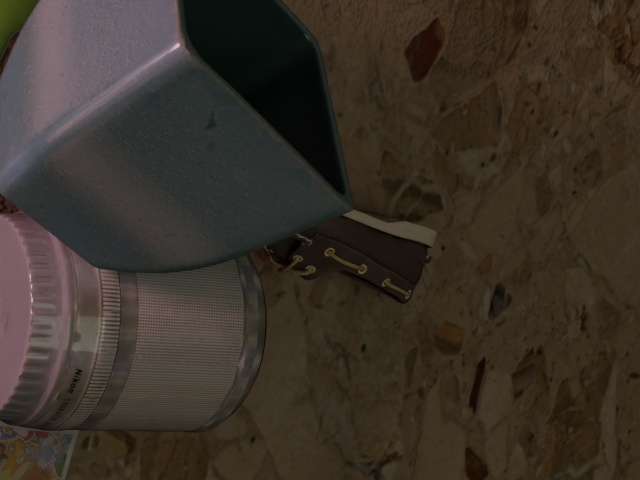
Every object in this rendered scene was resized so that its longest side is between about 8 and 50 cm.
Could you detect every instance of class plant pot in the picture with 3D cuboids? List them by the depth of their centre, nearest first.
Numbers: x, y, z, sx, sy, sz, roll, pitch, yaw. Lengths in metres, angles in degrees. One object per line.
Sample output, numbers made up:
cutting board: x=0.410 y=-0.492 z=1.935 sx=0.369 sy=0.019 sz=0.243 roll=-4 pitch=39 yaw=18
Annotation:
plant pot: x=-0.154 y=-0.114 z=1.365 sx=0.252 sy=0.247 sz=0.247 roll=-30 pitch=133 yaw=20

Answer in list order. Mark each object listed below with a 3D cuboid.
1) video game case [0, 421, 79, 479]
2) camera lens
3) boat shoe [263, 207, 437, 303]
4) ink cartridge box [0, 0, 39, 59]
video game case: x=-0.368 y=0.268 z=1.585 sx=0.206 sy=0.026 sz=0.226 roll=14 pitch=95 yaw=-37
camera lens: x=-0.209 y=0.082 z=1.526 sx=0.274 sy=0.219 sz=0.219 roll=6 pitch=99 yaw=-36
boat shoe: x=0.000 y=0.000 z=1.722 sx=0.324 sy=0.117 sz=0.096 roll=15 pitch=91 yaw=-43
ink cartridge box: x=-0.227 y=-0.177 z=1.498 sx=0.255 sy=0.097 sz=0.188 roll=2 pitch=116 yaw=-31
